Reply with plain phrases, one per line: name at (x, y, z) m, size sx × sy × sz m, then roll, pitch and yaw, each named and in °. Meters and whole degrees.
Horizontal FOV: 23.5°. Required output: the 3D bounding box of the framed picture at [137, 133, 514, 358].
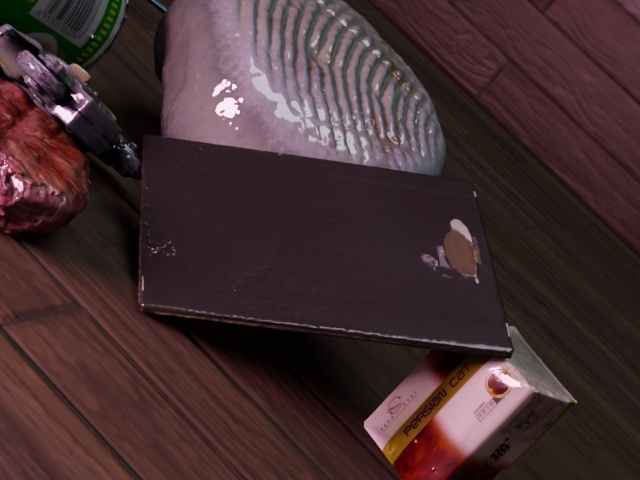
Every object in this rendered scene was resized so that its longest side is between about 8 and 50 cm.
framed picture at (0.000, 0.000, 1.371) m, size 0.324 × 0.013 × 0.244 m, roll 9°, pitch 39°, yaw -12°

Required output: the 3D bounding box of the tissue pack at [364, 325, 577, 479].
tissue pack at (0.132, 0.155, 1.380) m, size 0.099 × 0.148 × 0.106 m, roll 22°, pitch 24°, yaw -50°

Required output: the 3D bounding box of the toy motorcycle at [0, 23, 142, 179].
toy motorcycle at (-0.231, -0.127, 1.390) m, size 0.124 × 0.061 × 0.193 m, roll 39°, pitch -6°, yaw 38°

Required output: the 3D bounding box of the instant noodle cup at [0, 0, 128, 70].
instant noodle cup at (-0.293, -0.253, 1.402) m, size 0.207 × 0.207 × 0.233 m, roll 51°, pitch 11°, yaw 31°

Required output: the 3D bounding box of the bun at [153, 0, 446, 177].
bun at (-0.029, -0.123, 1.631) m, size 0.354 × 0.194 × 0.354 m, roll 30°, pitch 37°, yaw -26°

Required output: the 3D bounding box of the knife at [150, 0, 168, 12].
knife at (-0.213, -0.316, 2.084) m, size 0.096 × 0.010 × 0.027 m, roll 38°, pitch 16°, yaw -14°

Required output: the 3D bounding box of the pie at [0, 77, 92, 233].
pie at (-0.278, -0.087, 1.233) m, size 0.219 × 0.054 × 0.204 m, roll 41°, pitch 15°, yaw 5°
